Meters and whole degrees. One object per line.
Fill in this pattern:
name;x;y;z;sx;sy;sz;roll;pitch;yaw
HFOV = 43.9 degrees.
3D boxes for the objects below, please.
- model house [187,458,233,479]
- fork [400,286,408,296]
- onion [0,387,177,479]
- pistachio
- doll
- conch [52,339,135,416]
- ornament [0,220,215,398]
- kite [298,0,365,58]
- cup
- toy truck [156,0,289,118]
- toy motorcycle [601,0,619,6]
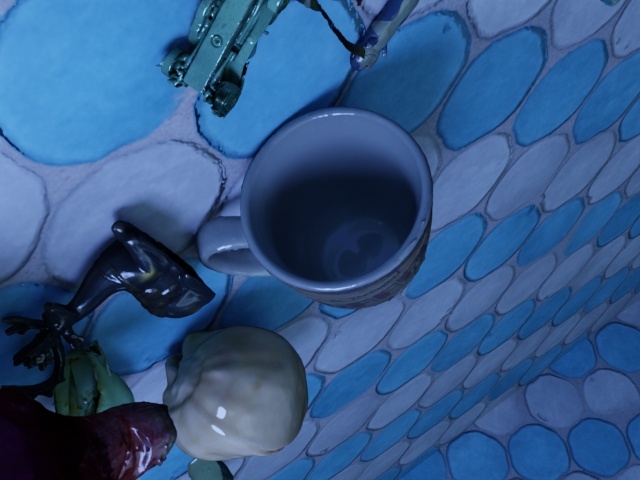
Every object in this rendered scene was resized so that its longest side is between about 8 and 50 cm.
model house;-0.205;0.451;1.513;0.066;0.079;0.083;-38;154;-4
fork;0.170;0.076;1.532;0.012;0.016;0.115;-34;154;-34
onion;-0.339;0.275;0.806;0.420;0.398;0.398;-41;159;-43
pistachio;-0.112;0.219;1.160;0.193;0.214;0.318;-50;164;11
doll;0.078;-0.250;0.924;0.037;0.027;0.125;17;118;-51
conch;-0.305;0.200;1.031;0.106;0.079;0.170;-32;140;-21
ornament;-0.259;0.097;0.935;0.236;0.080;0.202;-44;150;-2
kite;-0.011;-0.259;0.712;0.310;0.015;0.169;38;57;-62
cup;0.000;0.000;1.019;0.301;0.227;0.257;-13;157;6
toy truck;-0.083;-0.199;0.752;0.154;0.080;0.078;-57;176;27
toy motorcycle;0.455;-0.448;1.049;0.198;0.109;0.296;-27;148;-22
